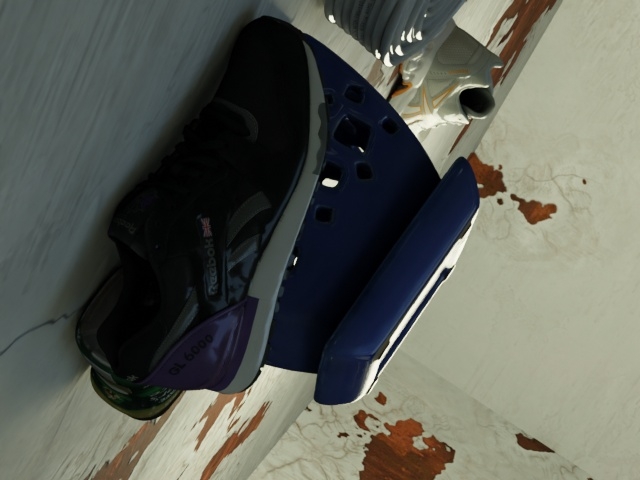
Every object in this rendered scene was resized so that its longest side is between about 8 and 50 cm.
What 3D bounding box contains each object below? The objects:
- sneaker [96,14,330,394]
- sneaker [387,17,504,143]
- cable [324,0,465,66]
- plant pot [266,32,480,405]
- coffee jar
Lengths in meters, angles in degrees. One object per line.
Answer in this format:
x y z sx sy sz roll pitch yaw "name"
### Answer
-0.083 -0.026 1.106 0.124 0.107 0.283 8 97 -36 "sneaker"
0.153 -0.172 1.916 0.099 0.121 0.262 -53 171 -22 "sneaker"
0.100 -0.273 1.303 0.257 0.089 0.257 -47 169 -47 "cable"
0.000 0.000 1.328 0.236 0.212 0.236 -54 171 -17 "plant pot"
-0.146 0.087 1.265 0.096 0.079 0.184 -54 172 -16 "coffee jar"
